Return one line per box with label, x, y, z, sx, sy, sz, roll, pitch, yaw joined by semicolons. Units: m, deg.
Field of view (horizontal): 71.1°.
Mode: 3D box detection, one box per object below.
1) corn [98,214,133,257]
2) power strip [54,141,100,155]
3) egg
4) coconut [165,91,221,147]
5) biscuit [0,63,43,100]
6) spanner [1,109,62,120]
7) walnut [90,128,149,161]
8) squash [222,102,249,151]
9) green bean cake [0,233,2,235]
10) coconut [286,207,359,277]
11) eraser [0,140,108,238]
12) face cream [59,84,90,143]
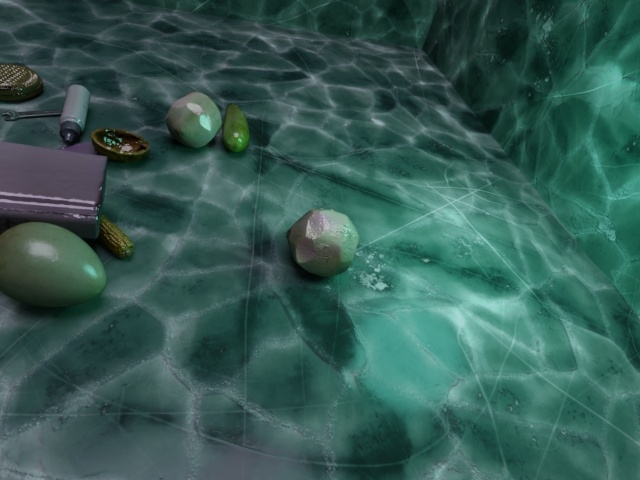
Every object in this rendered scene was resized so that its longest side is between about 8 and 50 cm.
corn;-0.665;-0.016;1.420;0.207;0.068;0.068;38;47;22
power strip;-0.952;-0.295;1.645;0.279;0.037;0.109;-26;57;-37
egg;-0.723;0.073;1.201;0.295;0.218;0.218;26;42;-6
coconut;-0.534;-0.498;1.863;0.224;0.224;0.234;26;45;10
biscuit;-1.319;-0.671;1.895;0.259;0.079;0.259;9;43;-9
spanner;-1.135;-0.524;1.845;0.302;0.017;0.071;-14;52;-28
walnut;-0.775;-0.355;1.721;0.211;0.087;0.167;2;44;-38
squash;-0.378;-0.513;2.001;0.118;0.118;0.371;3;40;-14
green bean cake;-0.950;-0.116;1.402;0.200;0.113;0.214;-24;57;-34
coconut;0.000;-0.002;1.499;0.230;0.227;0.227;19;42;-8
eraser;-0.834;-0.148;1.314;0.359;0.122;0.272;5;52;-23
face cream;-0.990;-0.499;1.799;0.092;0.092;0.311;-1;53;-18
